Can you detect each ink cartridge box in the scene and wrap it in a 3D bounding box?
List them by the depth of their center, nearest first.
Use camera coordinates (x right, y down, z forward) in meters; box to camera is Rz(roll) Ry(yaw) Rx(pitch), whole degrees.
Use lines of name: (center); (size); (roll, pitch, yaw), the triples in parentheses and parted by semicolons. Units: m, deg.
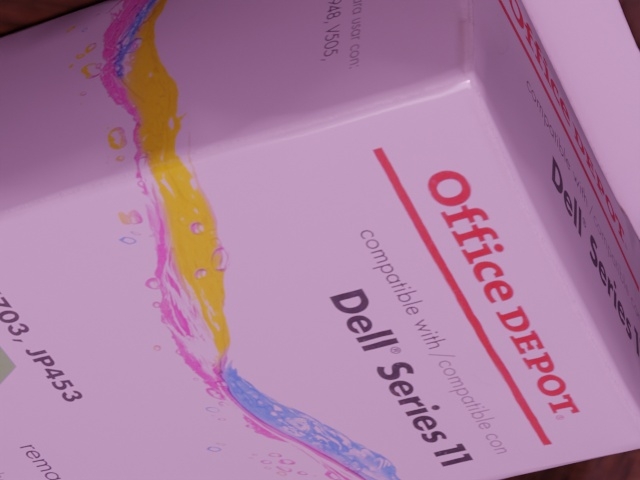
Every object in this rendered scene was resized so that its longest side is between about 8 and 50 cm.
ink cartridge box: (0.000, 0.000, 0.716); (0.353, 0.119, 0.207); (-16, 131, 20)
